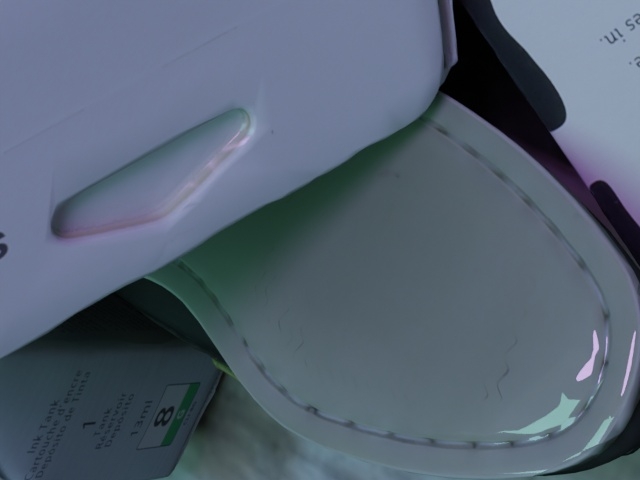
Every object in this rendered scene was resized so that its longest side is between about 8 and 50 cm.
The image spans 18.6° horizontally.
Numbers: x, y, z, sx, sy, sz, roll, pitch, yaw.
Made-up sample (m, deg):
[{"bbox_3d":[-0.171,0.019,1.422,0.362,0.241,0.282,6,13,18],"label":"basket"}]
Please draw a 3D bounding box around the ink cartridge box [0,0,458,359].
[{"bbox_3d":[-0.095,-0.079,0.426,0.212,0.154,0.093,42,154,38],"label":"ink cartridge box"}]

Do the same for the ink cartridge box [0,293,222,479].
[{"bbox_3d":[-0.151,0.008,0.512,0.181,0.225,0.056,28,101,22],"label":"ink cartridge box"}]

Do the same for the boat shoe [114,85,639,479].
[{"bbox_3d":[0.000,0.000,0.472,0.228,0.069,0.081,25,90,43],"label":"boat shoe"}]

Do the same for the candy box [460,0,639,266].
[{"bbox_3d":[0.079,-0.121,0.390,0.159,0.071,0.233,-34,88,40],"label":"candy box"}]
